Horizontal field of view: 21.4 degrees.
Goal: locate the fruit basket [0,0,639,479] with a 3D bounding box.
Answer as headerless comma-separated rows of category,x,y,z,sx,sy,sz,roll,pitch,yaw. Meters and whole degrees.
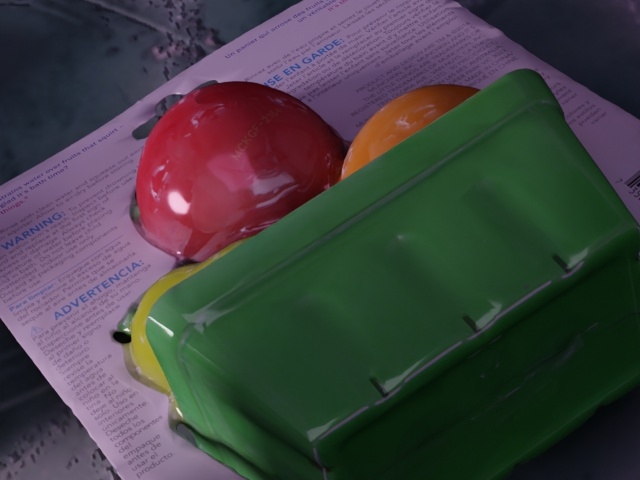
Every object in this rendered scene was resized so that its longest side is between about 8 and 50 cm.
fruit basket,0.000,0.000,0.900,0.327,0.165,0.353,-33,38,-14
